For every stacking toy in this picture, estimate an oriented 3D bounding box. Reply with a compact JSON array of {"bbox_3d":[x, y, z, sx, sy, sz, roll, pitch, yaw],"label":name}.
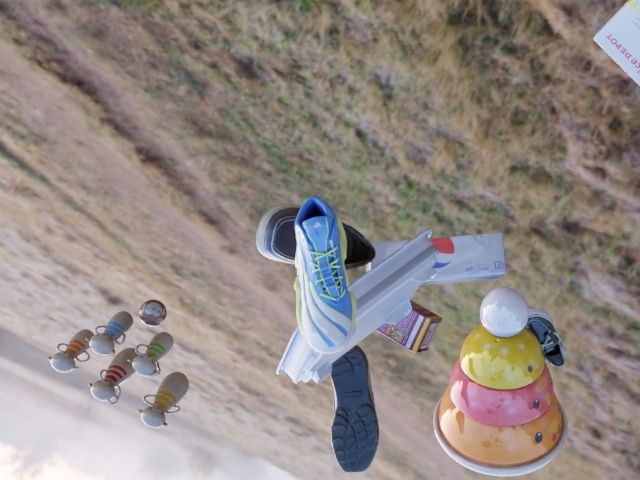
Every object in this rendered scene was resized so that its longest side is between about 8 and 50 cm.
[{"bbox_3d":[0.455,0.324,2.299,0.351,0.350,0.479,15,131,28],"label":"stacking toy"}]

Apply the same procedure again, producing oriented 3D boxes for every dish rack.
[{"bbox_3d":[0.079,0.135,1.656,0.072,0.333,0.285,49,153,14],"label":"dish rack"}]

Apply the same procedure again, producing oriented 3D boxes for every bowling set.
[{"bbox_3d":[-0.386,0.215,1.788,0.287,0.154,0.199,22,120,6],"label":"bowling set"}]

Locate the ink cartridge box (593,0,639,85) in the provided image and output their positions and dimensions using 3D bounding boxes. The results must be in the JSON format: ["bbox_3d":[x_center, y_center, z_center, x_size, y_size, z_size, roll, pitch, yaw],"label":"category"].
[{"bbox_3d":[0.499,-0.298,1.261,0.128,0.176,0.127,53,-149,17],"label":"ink cartridge box"}]

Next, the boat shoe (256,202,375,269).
[{"bbox_3d":[0.000,0.000,1.575,0.092,0.102,0.285,13,179,34],"label":"boat shoe"}]

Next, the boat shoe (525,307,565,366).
[{"bbox_3d":[0.583,0.253,2.359,0.078,0.070,0.219,-29,131,19],"label":"boat shoe"}]

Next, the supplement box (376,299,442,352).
[{"bbox_3d":[0.213,0.208,2.413,0.188,0.104,0.081,30,-166,29],"label":"supplement box"}]

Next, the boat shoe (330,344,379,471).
[{"bbox_3d":[0.090,0.420,2.314,0.123,0.323,0.120,-1,179,7],"label":"boat shoe"}]

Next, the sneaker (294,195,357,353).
[{"bbox_3d":[-0.006,0.039,1.318,0.091,0.240,0.126,-12,144,6],"label":"sneaker"}]

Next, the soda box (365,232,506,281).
[{"bbox_3d":[0.241,0.044,1.927,0.286,0.091,0.098,-4,172,-1],"label":"soda box"}]
